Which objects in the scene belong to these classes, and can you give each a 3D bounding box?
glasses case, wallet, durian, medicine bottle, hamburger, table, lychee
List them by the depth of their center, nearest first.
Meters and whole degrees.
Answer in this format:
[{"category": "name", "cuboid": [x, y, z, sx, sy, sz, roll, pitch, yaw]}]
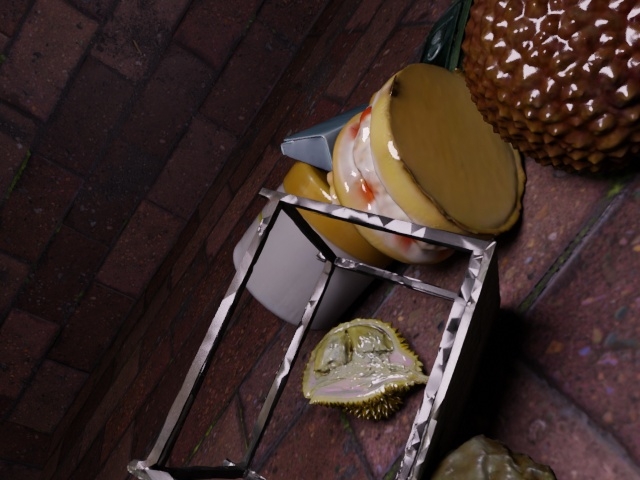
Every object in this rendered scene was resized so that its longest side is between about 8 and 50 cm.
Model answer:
[{"category": "lychee", "cuboid": [0.295, -0.208, 0.551, 0.267, 0.267, 0.267, -43, 30, 32]}, {"category": "table", "cuboid": [0.018, 0.155, 0.566, 0.272, 0.222, 0.335, 16, 73, 26]}, {"category": "durian", "cuboid": [0.080, 0.186, 0.717, 0.208, 0.102, 0.146, -1, 58, 34]}, {"category": "hamburger", "cuboid": [0.137, -0.115, 0.719, 0.186, 0.261, 0.303, -28, 60, 50]}, {"category": "glasses case", "cuboid": [0.052, -0.197, 0.856, 0.266, 0.105, 0.056, -38, -36, -48]}, {"category": "medicine bottle", "cuboid": [0.000, 0.000, 0.881, 0.232, 0.238, 0.238, -50, 27, 21]}, {"category": "wallet", "cuboid": [0.264, -0.405, 1.059, 0.160, 0.055, 0.236, -21, 45, 63]}]

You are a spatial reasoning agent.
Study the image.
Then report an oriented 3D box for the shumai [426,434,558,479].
[{"category": "shumai", "cuboid": [0.178, 0.285, 0.367, 0.218, 0.189, 0.256, -14, 39, 29]}]
